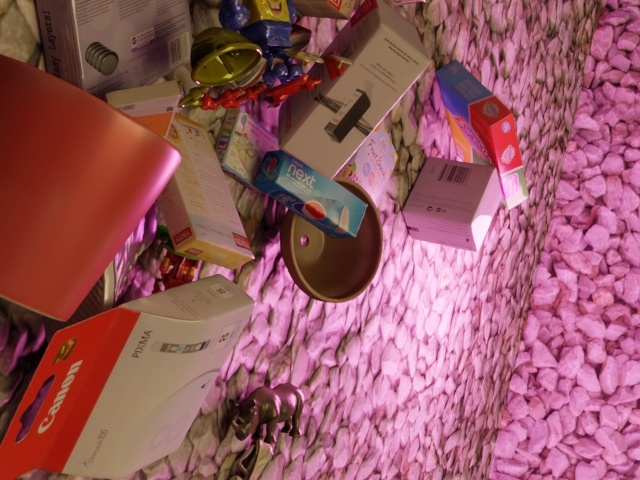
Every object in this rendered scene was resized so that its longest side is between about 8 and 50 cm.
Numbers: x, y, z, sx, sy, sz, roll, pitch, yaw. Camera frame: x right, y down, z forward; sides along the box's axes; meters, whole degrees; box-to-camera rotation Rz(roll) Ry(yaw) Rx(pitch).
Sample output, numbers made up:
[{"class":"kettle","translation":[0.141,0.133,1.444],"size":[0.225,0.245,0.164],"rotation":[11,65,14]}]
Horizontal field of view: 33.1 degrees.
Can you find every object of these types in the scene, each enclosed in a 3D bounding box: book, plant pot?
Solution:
[{"class":"book","translation":[-0.249,-0.168,1.458],"size":[0.096,0.144,0.035],"rotation":[-13,78,-20]},{"class":"plant pot","translation":[0.000,0.000,2.051],"size":[0.237,0.109,0.237],"rotation":[2,87,-42]},{"class":"plant pot","translation":[-0.334,-0.052,1.278],"size":[0.243,0.275,0.275],"rotation":[-65,152,-6]}]

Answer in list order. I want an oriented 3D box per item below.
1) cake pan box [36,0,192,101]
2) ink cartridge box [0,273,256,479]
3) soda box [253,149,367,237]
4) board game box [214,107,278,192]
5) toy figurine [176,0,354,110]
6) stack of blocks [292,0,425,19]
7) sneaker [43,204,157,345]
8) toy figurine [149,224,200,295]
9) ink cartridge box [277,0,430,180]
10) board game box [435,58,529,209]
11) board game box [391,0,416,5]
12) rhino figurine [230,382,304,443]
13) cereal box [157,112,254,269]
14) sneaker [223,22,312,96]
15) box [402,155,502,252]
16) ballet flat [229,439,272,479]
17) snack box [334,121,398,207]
[{"class":"cake pan box","translation":[-0.273,-0.329,1.468],"size":[0.267,0.070,0.246],"rotation":[-43,139,-49]},{"class":"ink cartridge box","translation":[-0.278,0.221,1.534],"size":[0.308,0.091,0.385],"rotation":[-60,162,22]},{"class":"soda box","translation":[-0.016,-0.081,1.922],"size":[0.210,0.067,0.071],"rotation":[33,68,-35]},{"class":"board game box","translation":[-0.128,-0.155,1.866],"size":[0.154,0.026,0.103],"rotation":[35,70,-62]},{"class":"toy figurine","translation":[-0.129,-0.327,1.599],"size":[0.362,0.191,0.217],"rotation":[-12,82,-56]},{"class":"stack of blocks","translation":[0.031,-0.454,1.751],"size":[0.087,0.297,0.171],"rotation":[22,81,-63]},{"class":"sneaker","translation":[-0.297,0.043,1.543],"size":[0.161,0.102,0.282],"rotation":[9,93,-66]},{"class":"toy figurine","translation":[-0.227,0.076,1.663],"size":[0.173,0.130,0.159],"rotation":[-103,-148,-80]},{"class":"ink cartridge box","translation":[0.051,-0.265,1.855],"size":[0.273,0.114,0.197],"rotation":[-48,-160,21]},{"class":"board game box","translation":[0.395,-0.256,2.625],"size":[0.064,0.242,0.316],"rotation":[-32,140,-6]},{"class":"board game box","translation":[0.131,-0.610,1.963],"size":[0.193,0.053,0.305],"rotation":[-69,145,-43]},{"class":"rhino figurine","translation":[-0.106,0.331,2.065],"size":[0.243,0.073,0.106],"rotation":[2,90,-61]},{"class":"cereal box","translation":[-0.192,-0.081,1.603],"size":[0.173,0.047,0.240],"rotation":[24,41,-63]},{"class":"sneaker","translation":[-0.097,-0.311,1.816],"size":[0.225,0.088,0.093],"rotation":[-35,139,-43]},{"class":"box","translation":[0.319,-0.089,2.595],"size":[0.182,0.181,0.119],"rotation":[-63,149,-27]},{"class":"ballet flat","translation":[-0.149,0.454,2.072],"size":[0.052,0.057,0.168],"rotation":[47,51,-26]},{"class":"snack box","translation":[0.077,-0.144,2.226],"size":[0.207,0.070,0.174],"rotation":[-68,151,-23]}]
